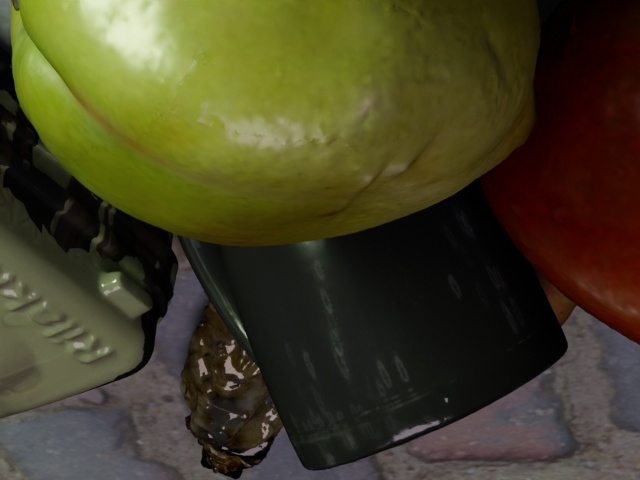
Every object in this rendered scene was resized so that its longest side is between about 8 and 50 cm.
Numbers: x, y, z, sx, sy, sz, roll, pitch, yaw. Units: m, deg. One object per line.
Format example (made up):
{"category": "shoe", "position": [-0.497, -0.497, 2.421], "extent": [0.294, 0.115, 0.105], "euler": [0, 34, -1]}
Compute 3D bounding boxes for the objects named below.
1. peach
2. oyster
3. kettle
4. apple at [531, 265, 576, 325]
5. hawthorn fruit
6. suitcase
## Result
{"category": "peach", "position": [-0.037, -0.137, 1.182], "extent": [0.316, 0.314, 0.281], "euler": [-2, 149, -26]}
{"category": "oyster", "position": [-0.054, 0.119, 1.724], "extent": [0.129, 0.078, 0.345], "euler": [2, 141, -14]}
{"category": "kettle", "position": [0.000, 0.000, 1.420], "extent": [0.268, 0.207, 0.290], "euler": [-24, 94, 45]}
{"category": "apple", "position": [0.151, 0.021, 1.534], "extent": [0.126, 0.126, 0.102], "euler": [-17, 152, 24]}
{"category": "hawthorn fruit", "position": [0.262, -0.050, 1.316], "extent": [0.311, 0.295, 0.295], "euler": [-5, 142, 15]}
{"category": "suitcase", "position": [-0.317, 0.011, 1.487], "extent": [0.339, 0.194, 0.351], "euler": [-19, 138, 29]}
